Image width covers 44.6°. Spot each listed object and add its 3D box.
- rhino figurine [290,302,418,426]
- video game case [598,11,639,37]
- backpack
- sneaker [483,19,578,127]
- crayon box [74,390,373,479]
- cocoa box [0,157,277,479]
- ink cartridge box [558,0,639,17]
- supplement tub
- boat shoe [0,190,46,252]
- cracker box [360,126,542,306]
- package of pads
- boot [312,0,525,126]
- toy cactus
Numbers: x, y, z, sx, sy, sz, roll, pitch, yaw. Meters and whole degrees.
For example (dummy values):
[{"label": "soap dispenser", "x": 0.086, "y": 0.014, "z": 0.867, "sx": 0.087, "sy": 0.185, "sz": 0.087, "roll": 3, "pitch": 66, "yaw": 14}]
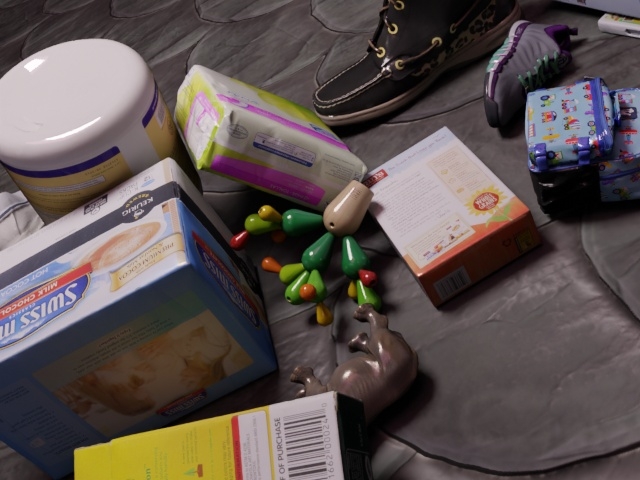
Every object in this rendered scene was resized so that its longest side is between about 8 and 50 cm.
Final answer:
[{"label": "rhino figurine", "x": 0.011, "y": 0.189, "z": 0.874, "sx": 0.243, "sy": 0.073, "sz": 0.106, "roll": -45, "pitch": 51, "yaw": -10}, {"label": "video game case", "x": 0.547, "y": -0.359, "z": 1.128, "sx": 0.212, "sy": 0.023, "sz": 0.193, "roll": -44, "pitch": 40, "yaw": -12}, {"label": "backpack", "x": 0.344, "y": -0.121, "z": 0.943, "sx": 0.174, "sy": 0.116, "sz": 0.158, "roll": -6, "pitch": 47, "yaw": 26}, {"label": "sneaker", "x": 0.306, "y": -0.250, "z": 1.133, "sx": 0.098, "sy": 0.083, "sz": 0.223, "roll": 4, "pitch": 50, "yaw": 31}, {"label": "crayon box", "x": -0.101, "y": 0.283, "z": 0.790, "sx": 0.319, "sy": 0.081, "sz": 0.202, "roll": -15, "pitch": 66, "yaw": 20}, {"label": "cocoa box", "x": -0.271, "y": 0.106, "z": 1.026, "sx": 0.347, "sy": 0.231, "sz": 0.228, "roll": -28, "pitch": 40, "yaw": 6}, {"label": "ink cartridge box", "x": 0.484, "y": -0.413, "z": 1.159, "sx": 0.186, "sy": 0.065, "sz": 0.311, "roll": -41, "pitch": 37, "yaw": -9}, {"label": "supplement tub", "x": -0.316, "y": -0.103, "z": 1.164, "sx": 0.241, "sy": 0.331, "sz": 0.240, "roll": -7, "pitch": 51, "yaw": 8}, {"label": "boat shoe", "x": -0.512, "y": -0.009, "z": 1.398, "sx": 0.136, "sy": 0.156, "sz": 0.367, "roll": -43, "pitch": 10, "yaw": -5}, {"label": "cracker box", "x": 0.157, "y": -0.039, "z": 1.020, "sx": 0.156, "sy": 0.067, "sz": 0.232, "roll": -31, "pitch": 39, "yaw": 2}, {"label": "package of pads", "x": -0.089, "y": -0.153, "z": 1.144, "sx": 0.101, "sy": 0.229, "sz": 0.296, "roll": -65, "pitch": 24, "yaw": 15}, {"label": "boot", "x": 0.114, "y": -0.370, "z": 1.223, "sx": 0.378, "sy": 0.284, "sz": 0.138, "roll": -27, "pitch": 39, "yaw": 6}, {"label": "toy cactus", "x": 0.000, "y": 0.000, "z": 1.010, "sx": 0.219, "sy": 0.112, "sz": 0.180, "roll": 33, "pitch": 88, "yaw": 29}]
